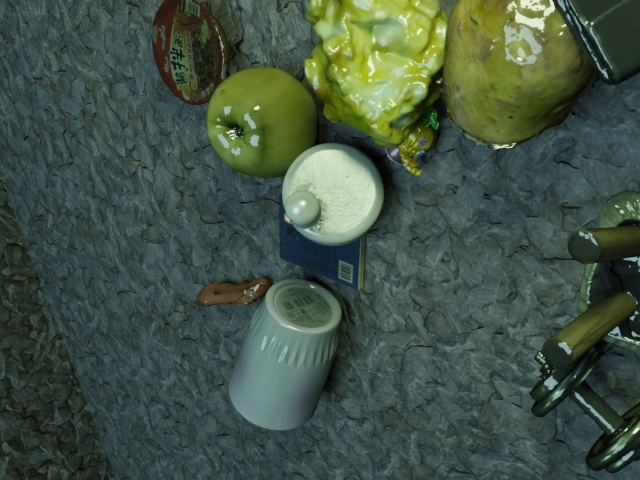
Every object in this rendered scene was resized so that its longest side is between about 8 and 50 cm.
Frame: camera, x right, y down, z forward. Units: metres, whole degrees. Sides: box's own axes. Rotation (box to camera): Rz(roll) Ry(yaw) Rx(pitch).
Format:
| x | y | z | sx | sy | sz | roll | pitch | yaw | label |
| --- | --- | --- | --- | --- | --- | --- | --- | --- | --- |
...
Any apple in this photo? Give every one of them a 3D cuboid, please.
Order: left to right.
| x | y | z | sx | sy | sz | roll | pitch | yaw | label |
| --- | --- | --- | --- | --- | --- | --- | --- | --- | --- |
| -0.132 | -0.274 | 1.666 | 0.262 | 0.262 | 0.262 | 20 | 123 | 35 | apple |

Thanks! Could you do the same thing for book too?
| x | y | z | sx | sy | sz | roll | pitch | yaw | label |
| --- | --- | --- | --- | --- | --- | --- | --- | --- | --- |
| 0.000 | 0.000 | 1.825 | 0.269 | 0.025 | 0.191 | 21 | 122 | 35 | book |

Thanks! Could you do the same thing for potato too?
| x | y | z | sx | sy | sz | roll | pitch | yaw | label |
| --- | --- | --- | --- | --- | --- | --- | --- | --- | --- |
| 0.311 | -0.333 | 1.129 | 0.289 | 0.301 | 0.237 | 32 | 161 | 35 | potato |

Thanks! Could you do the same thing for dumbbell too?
| x | y | z | sx | sy | sz | roll | pitch | yaw | label |
| --- | --- | --- | --- | --- | --- | --- | --- | --- | --- |
| 0.530 | 0.320 | 1.374 | 0.290 | 0.192 | 0.192 | 45 | 134 | 17 | dumbbell |

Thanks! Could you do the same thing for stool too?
| x | y | z | sx | sy | sz | roll | pitch | yaw | label |
| --- | --- | --- | --- | --- | --- | --- | --- | --- | --- |
| 0.567 | 0.112 | 1.214 | 0.310 | 0.226 | 0.310 | 23 | 124 | 35 | stool |

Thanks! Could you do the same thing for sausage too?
| x | y | z | sx | sy | sz | roll | pitch | yaw | label |
| --- | --- | --- | --- | --- | --- | --- | --- | --- | --- |
| -0.256 | 0.154 | 2.104 | 0.304 | 0.078 | 0.078 | -9 | 104 | 43 | sausage |

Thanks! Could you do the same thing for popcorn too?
| x | y | z | sx | sy | sz | roll | pitch | yaw | label |
| --- | --- | --- | --- | --- | --- | --- | --- | --- | --- |
| 0.109 | -0.373 | 1.390 | 0.293 | 0.292 | 0.334 | 14 | 115 | 8 | popcorn |

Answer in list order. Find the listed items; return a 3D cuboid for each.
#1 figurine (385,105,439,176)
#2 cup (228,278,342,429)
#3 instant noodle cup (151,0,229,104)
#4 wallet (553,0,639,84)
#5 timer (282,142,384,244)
| x | y | z | sx | sy | sz | roll | pitch | yaw | label |
| --- | --- | --- | --- | --- | --- | --- | --- | --- | --- |
| 0.204 | -0.207 | 1.480 | 0.156 | 0.095 | 0.115 | -46 | 66 | 49 | figurine |
| -0.090 | 0.303 | 1.895 | 0.253 | 0.253 | 0.371 | 37 | 130 | 24 | cup |
| -0.310 | -0.489 | 1.819 | 0.274 | 0.091 | 0.274 | 20 | 123 | 34 | instant noodle cup |
| 0.510 | -0.399 | 0.947 | 0.406 | 0.062 | 0.228 | -29 | 86 | 4 | wallet |
| 0.025 | -0.103 | 1.588 | 0.233 | 0.233 | 0.240 | 56 | 180 | 6 | timer |
